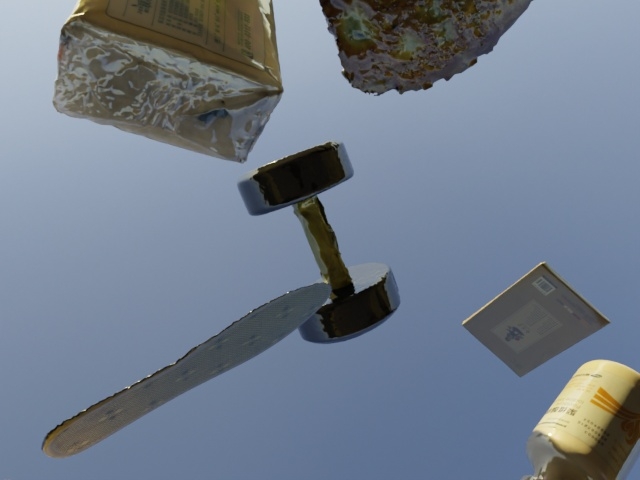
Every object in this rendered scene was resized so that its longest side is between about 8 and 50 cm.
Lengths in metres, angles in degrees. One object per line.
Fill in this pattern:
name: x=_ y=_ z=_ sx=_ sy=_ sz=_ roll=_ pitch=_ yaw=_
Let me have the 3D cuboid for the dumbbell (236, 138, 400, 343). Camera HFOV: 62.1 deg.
dumbbell: x=0.000 y=0.000 z=0.952 sx=0.204 sy=0.204 sz=0.322 roll=-25 pitch=-79 yaw=-19

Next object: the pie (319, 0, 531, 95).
pie: x=0.155 y=-0.375 z=0.770 sx=0.355 sy=0.288 sz=0.102 roll=-30 pitch=-149 yaw=24

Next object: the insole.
insole: x=-0.119 y=0.127 z=0.546 sx=0.322 sy=0.109 sz=0.007 roll=-28 pitch=-120 yaw=-23

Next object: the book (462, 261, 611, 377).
book: x=0.347 y=0.136 z=0.876 sx=0.138 sy=0.198 sz=0.016 roll=43 pitch=-137 yaw=5

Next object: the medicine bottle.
medicine bottle: x=0.327 y=0.270 z=0.674 sx=0.252 sy=0.114 sz=0.114 roll=-38 pitch=-110 yaw=-27

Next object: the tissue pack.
tissue pack: x=-0.115 y=-0.166 z=0.426 sx=0.148 sy=0.092 sz=0.196 roll=13 pitch=-136 yaw=-23
